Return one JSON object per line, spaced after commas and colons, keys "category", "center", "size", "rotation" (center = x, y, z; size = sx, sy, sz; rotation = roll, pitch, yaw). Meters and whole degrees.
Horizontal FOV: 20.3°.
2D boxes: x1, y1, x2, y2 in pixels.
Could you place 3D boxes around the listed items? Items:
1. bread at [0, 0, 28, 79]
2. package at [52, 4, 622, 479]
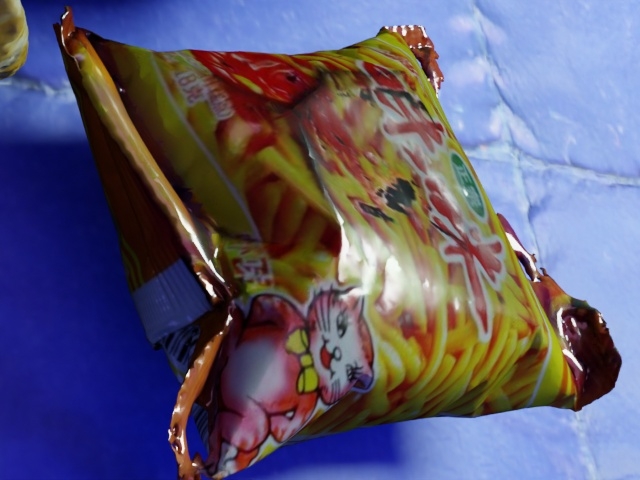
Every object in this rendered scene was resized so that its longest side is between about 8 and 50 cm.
{"category": "bread", "center": [-0.165, -0.115, 0.699], "size": [0.073, 0.149, 0.122], "rotation": [-20, 91, -9]}
{"category": "package", "center": [-0.002, -0.006, 0.822], "size": [0.288, 0.108, 0.223], "rotation": [-2, 65, -50]}
